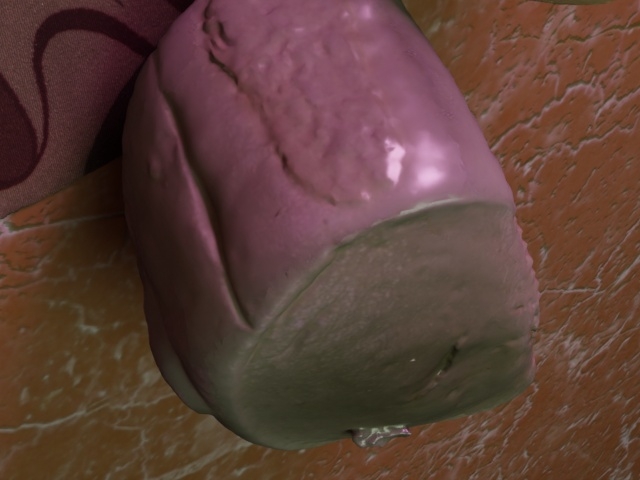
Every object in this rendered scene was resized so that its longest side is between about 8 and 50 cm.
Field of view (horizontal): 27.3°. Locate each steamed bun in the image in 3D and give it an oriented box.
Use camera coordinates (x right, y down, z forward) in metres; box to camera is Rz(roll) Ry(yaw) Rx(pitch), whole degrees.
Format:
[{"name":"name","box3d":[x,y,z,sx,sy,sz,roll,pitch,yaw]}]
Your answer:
[{"name":"steamed bun","box3d":[-0.003,0.003,0.872,0.236,0.247,0.383,-24,154,3]}]

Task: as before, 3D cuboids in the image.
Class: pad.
[{"name":"pad","box3d":[-0.126,-0.171,0.754,0.220,0.004,0.330,-32,144,-23]}]

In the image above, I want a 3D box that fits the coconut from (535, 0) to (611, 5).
[{"name":"coconut","box3d":[0.106,-0.252,0.734,0.244,0.239,0.239,5,121,-50]}]
